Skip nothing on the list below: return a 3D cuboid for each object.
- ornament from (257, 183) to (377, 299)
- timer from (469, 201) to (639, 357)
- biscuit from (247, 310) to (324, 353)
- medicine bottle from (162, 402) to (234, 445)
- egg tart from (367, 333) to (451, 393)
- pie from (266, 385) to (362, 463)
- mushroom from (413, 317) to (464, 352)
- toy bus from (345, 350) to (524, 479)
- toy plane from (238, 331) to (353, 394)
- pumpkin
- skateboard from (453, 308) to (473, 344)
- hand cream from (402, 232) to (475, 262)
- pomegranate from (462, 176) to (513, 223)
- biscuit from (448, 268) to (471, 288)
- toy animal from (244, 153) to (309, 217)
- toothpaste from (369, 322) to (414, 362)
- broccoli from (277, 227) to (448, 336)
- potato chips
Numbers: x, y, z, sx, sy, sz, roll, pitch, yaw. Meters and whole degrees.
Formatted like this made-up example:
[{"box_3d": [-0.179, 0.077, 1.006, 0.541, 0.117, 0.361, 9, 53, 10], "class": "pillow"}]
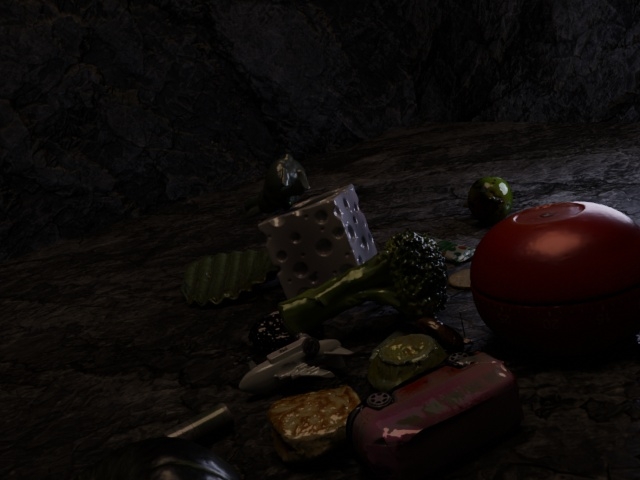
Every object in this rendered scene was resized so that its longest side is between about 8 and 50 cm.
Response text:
[{"box_3d": [0.000, 0.000, 1.979, 0.239, 0.240, 0.239, -18, 8, 20], "class": "ornament"}, {"box_3d": [0.509, 0.070, 1.453, 0.377, 0.279, 0.378, -13, 15, 4], "class": "timer"}, {"box_3d": [-0.086, 0.227, 1.730, 0.194, 0.053, 0.194, -11, 17, 3], "class": "biscuit"}, {"box_3d": [-0.268, 0.388, 1.346, 0.199, 0.058, 0.057, -22, 20, -29], "class": "medicine bottle"}, {"box_3d": [0.183, 0.256, 1.422, 0.197, 0.078, 0.197, -13, 16, 4], "class": "egg tart"}, {"box_3d": [-0.006, 0.339, 1.279, 0.178, 0.084, 0.205, -15, 16, -12], "class": "pie"}, {"box_3d": [0.259, 0.204, 1.482, 0.123, 0.123, 0.052, 10, 66, 50], "class": "mushroom"}, {"box_3d": [0.200, 0.303, 1.177, 0.302, 0.128, 0.147, -20, 22, -24], "class": "toy bus"}, {"box_3d": [-0.062, 0.268, 1.510, 0.255, 0.101, 0.251, -17, 6, -13], "class": "toy plane"}, {"box_3d": [-0.236, 0.422, 0.915, 0.323, 0.241, 0.323, -24, 23, 11], "class": "pumpkin"}, {"box_3d": [0.314, 0.189, 1.527, 0.032, 0.083, 0.064, -13, 16, -2], "class": "skateboard"}, {"box_3d": [0.349, 0.021, 2.084, 0.095, 0.059, 0.276, -27, 27, -33], "class": "hand cream"}, {"box_3d": [0.542, -0.129, 2.269, 0.156, 0.156, 0.220, -22, 4, -28], "class": "pomegranate"}, {"box_3d": [0.404, 0.103, 1.849, 0.120, 0.015, 0.120, -11, 18, 4], "class": "biscuit"}, {"box_3d": [-0.133, -0.137, 1.996, 0.251, 0.125, 0.127, -37, 24, 49], "class": "toy animal"}, {"box_3d": [0.168, 0.235, 1.580, 0.048, 0.029, 0.197, 3, 19, 36], "class": "toothpaste"}, {"box_3d": [0.123, 0.107, 1.605, 0.397, 0.353, 0.275, -4, 54, -36], "class": "broccoli"}, {"box_3d": [-0.279, 0.102, 2.232, 0.358, 0.070, 0.429, -14, 17, 0], "class": "potato chips"}]
